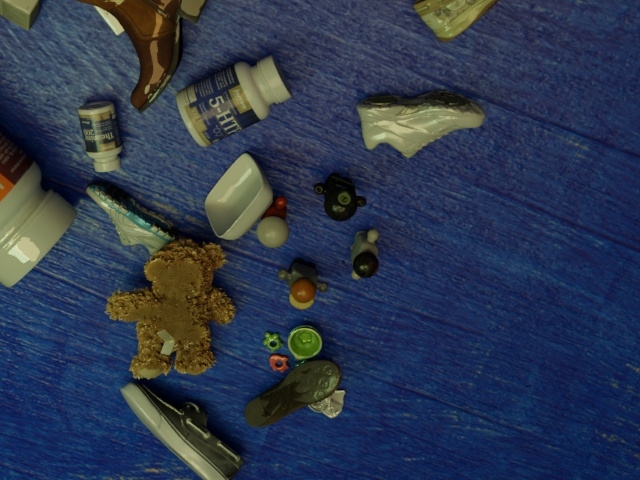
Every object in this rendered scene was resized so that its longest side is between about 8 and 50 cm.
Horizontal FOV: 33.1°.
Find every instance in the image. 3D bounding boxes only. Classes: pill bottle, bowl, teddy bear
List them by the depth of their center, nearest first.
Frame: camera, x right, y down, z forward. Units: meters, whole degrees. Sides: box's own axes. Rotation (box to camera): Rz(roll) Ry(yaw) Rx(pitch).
[{"bbox_3d":[-0.640,-0.111,1.898,0.224,0.224,0.392,-43,106,14],"label":"pill bottle"},{"bbox_3d":[-0.151,-0.253,1.914,0.186,0.112,0.112,-25,110,8],"label":"pill bottle"},{"bbox_3d":[-0.398,-0.189,1.957,0.067,0.067,0.120,-7,112,1],"label":"pill bottle"},{"bbox_3d":[-0.143,-0.076,1.976,0.053,0.142,0.142,28,110,-35],"label":"bowl"},{"bbox_3d":[-0.279,0.133,2.055,0.245,0.113,0.338,-13,127,-2],"label":"teddy bear"}]

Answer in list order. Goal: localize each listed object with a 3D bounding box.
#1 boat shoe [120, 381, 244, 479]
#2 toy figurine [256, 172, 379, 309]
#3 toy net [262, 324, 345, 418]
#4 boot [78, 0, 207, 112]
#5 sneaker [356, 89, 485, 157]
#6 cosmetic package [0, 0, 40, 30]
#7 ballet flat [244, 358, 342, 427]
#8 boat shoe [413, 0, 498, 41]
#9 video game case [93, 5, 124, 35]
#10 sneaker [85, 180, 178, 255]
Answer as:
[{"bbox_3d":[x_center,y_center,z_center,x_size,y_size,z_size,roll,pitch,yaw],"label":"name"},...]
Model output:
[{"bbox_3d":[-0.272,0.375,2.169,0.301,0.108,0.102,47,71,-13],"label":"boat shoe"},{"bbox_3d":[0.000,0.000,1.997,0.213,0.148,0.210,-20,111,6],"label":"toy figurine"},{"bbox_3d":[-0.027,0.275,2.160,0.122,0.045,0.232,-20,111,6],"label":"toy net"},{"bbox_3d":[-0.361,-0.386,1.845,0.280,0.096,0.264,24,110,-10],"label":"boot"},{"bbox_3d":[0.184,-0.208,1.962,0.232,0.090,0.115,1,118,8],"label":"sneaker"},{"bbox_3d":[-0.515,-0.403,1.842,0.060,0.115,0.041,31,79,-14],"label":"cosmetic package"},{"bbox_3d":[-0.049,0.305,2.136,0.250,0.058,0.084,-35,68,29],"label":"ballet flat"},{"bbox_3d":[0.289,-0.464,1.844,0.285,0.105,0.089,-42,109,15],"label":"boat shoe"},{"bbox_3d":[-0.339,-0.461,1.877,0.157,0.019,0.143,-34,109,11],"label":"video game case"},{"bbox_3d":[-0.367,-0.035,2.020,0.190,0.071,0.083,36,112,-14],"label":"sneaker"}]
